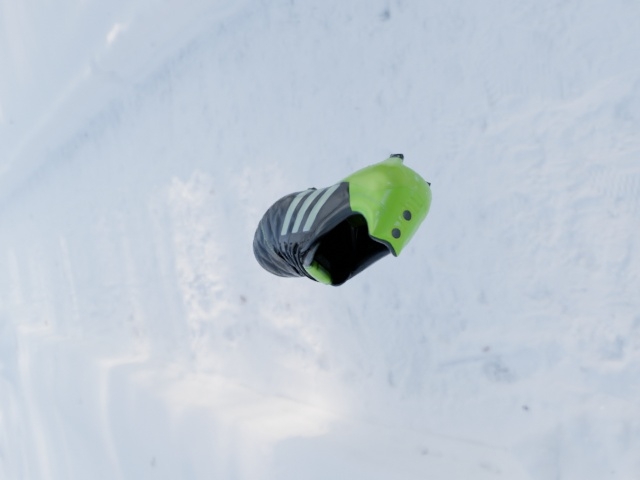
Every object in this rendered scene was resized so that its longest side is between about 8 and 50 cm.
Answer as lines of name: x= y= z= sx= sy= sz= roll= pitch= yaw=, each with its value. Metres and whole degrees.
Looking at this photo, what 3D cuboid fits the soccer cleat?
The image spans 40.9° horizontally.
soccer cleat: x=0.000 y=0.000 z=0.557 sx=0.060 sy=0.072 sz=0.179 roll=40 pitch=146 yaw=-18
